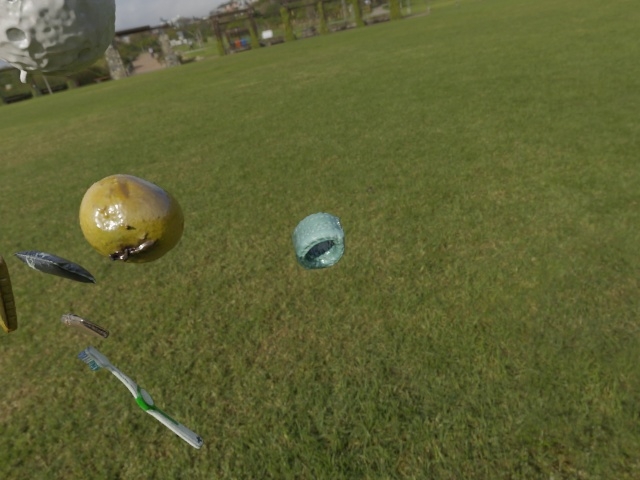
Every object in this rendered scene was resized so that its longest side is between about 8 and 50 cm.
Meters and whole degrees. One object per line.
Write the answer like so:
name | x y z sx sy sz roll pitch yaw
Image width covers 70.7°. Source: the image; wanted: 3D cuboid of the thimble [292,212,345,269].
thimble | 0.000 0.000 1.796 0.235 0.198 0.143 -38 47 27

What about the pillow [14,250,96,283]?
pillow | -0.725 0.070 1.232 0.208 0.141 0.055 10 71 31

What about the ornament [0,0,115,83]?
ornament | -0.665 -0.573 1.072 0.336 0.338 0.337 -10 26 5

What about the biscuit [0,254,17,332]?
biscuit | -0.631 0.044 0.827 0.254 0.173 0.029 31 35 25

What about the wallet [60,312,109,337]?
wallet | -0.755 0.272 1.441 0.152 0.118 0.039 0 55 39

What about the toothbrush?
toothbrush | -0.313 0.292 0.817 0.030 0.304 0.030 -29 27 17

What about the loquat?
loquat | -0.333 -0.042 0.802 0.172 0.150 0.205 16 24 -33
